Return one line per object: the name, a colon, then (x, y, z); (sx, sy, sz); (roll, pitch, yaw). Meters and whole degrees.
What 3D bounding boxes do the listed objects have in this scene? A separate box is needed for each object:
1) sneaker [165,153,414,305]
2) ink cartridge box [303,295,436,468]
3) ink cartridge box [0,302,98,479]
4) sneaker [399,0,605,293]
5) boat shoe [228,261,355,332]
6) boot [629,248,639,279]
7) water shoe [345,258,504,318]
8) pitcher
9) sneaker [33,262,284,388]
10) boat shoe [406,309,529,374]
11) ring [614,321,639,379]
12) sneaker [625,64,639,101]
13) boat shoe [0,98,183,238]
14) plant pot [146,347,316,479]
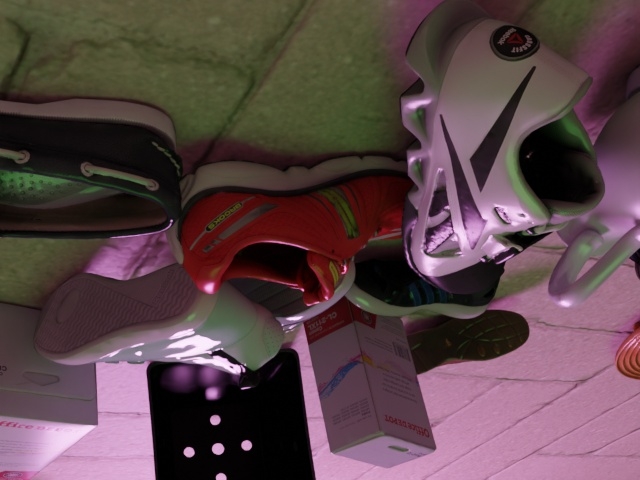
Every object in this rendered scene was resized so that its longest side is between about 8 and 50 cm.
sneaker: (0.000, 0.000, 0.781); (0.279, 0.118, 0.107); (-6, 149, -28)
ink cartridge box: (0.056, 0.166, 1.027); (0.072, 0.175, 0.127); (-29, 145, 25)
ink cartridge box: (-0.333, 0.165, 0.932); (0.128, 0.127, 0.176); (17, 139, -38)
sneaker: (0.152, -0.033, 0.722); (0.122, 0.146, 0.330); (-49, 151, -20)
boat shoe: (-0.047, 0.055, 0.920); (0.226, 0.083, 0.076); (-19, 161, 33)
boot: (0.389, 0.023, 1.005); (0.219, 0.082, 0.106); (13, 138, -39)
water shoe: (0.109, 0.033, 0.954); (0.203, 0.073, 0.080); (6, 123, -34)
pitcher: (0.265, -0.034, 0.714); (0.126, 0.177, 0.207); (28, 160, -8)
sneaker: (-0.157, 0.095, 0.855); (0.256, 0.094, 0.151); (-9, 148, 37)
boat shoe: (0.176, 0.126, 1.128); (0.178, 0.064, 0.060); (-16, 179, 9)
ring: (0.595, 0.123, 1.293); (0.337, 0.032, 0.336); (-8, 149, -5)
sneaker: (0.393, -0.139, 0.743); (0.258, 0.091, 0.094); (5, 156, 12)
boat shoe: (-0.253, -0.046, 0.651); (0.303, 0.091, 0.114); (-6, 148, -12)
plant pot: (-0.121, 0.254, 1.121); (0.188, 0.187, 0.167); (-4, 161, -13)
